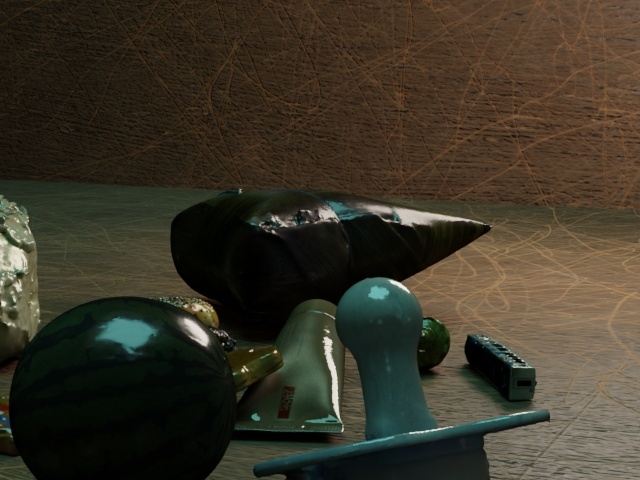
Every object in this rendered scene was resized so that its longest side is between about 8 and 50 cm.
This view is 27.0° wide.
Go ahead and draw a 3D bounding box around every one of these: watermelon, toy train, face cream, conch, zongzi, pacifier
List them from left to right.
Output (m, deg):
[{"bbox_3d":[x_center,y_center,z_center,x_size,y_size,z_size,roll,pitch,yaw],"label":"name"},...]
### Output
[{"bbox_3d":[-0.185,0.153,1.249,0.212,0.212,0.212,0,9,0],"label":"watermelon"},{"bbox_3d":[-0.023,0.163,1.628,0.137,0.084,0.341,1,16,7],"label":"face cream"},{"bbox_3d":[0.000,0.000,2.162,0.432,0.207,0.403,-12,11,-24],"label":"zongzi"},{"bbox_3d":[0.065,0.147,1.247,0.287,0.225,0.238,-3,-9,-25],"label":"pacifier"},{"bbox_3d":[0.128,0.133,1.783,0.089,0.074,0.121,35,-9,7],"label":"conch"},{"bbox_3d":[0.227,0.159,1.719,0.047,0.043,0.207,0,8,-11],"label":"toy train"}]

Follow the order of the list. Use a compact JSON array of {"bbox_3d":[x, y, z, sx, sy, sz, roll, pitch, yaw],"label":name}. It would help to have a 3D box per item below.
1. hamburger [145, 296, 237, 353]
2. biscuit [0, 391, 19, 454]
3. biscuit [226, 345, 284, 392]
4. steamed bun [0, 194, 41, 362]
[{"bbox_3d":[-0.198,0.121,1.750,0.164,0.093,0.190,1,-6,-30],"label":"hamburger"},{"bbox_3d":[-0.357,0.201,1.517,0.183,0.043,0.280,12,17,41],"label":"biscuit"},{"bbox_3d":[-0.148,0.169,1.578,0.226,0.036,0.166,-13,9,38],"label":"biscuit"},{"bbox_3d":[-0.549,0.047,1.872,0.312,0.232,0.334,-2,7,-15],"label":"steamed bun"}]
